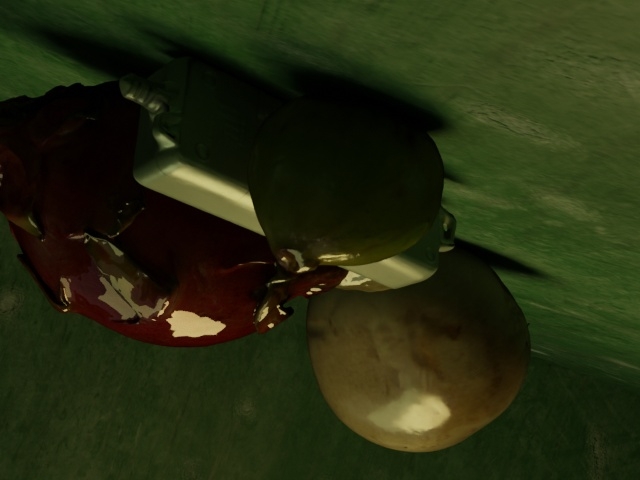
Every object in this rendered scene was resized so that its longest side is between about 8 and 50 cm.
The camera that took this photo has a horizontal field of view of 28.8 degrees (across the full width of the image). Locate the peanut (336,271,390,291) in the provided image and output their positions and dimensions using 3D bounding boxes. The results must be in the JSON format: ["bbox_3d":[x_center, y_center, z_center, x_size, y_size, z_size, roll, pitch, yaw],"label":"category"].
[{"bbox_3d":[-0.021,-0.021,1.254,0.298,0.120,0.136,16,-162,27],"label":"peanut"}]

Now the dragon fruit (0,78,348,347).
[{"bbox_3d":[-0.136,-0.020,1.090,0.315,0.250,0.250,6,-176,-34],"label":"dragon fruit"}]

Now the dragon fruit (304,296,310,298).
[{"bbox_3d":[0.000,0.000,1.661,0.102,0.096,0.147,5,137,32],"label":"dragon fruit"}]

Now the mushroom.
[{"bbox_3d":[0.139,0.107,1.587,0.292,0.293,0.290,17,-152,21],"label":"mushroom"}]

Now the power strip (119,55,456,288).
[{"bbox_3d":[-0.023,-0.051,0.988,0.338,0.098,0.058,24,150,-38],"label":"power strip"}]

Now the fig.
[{"bbox_3d":[0.016,-0.044,0.875,0.153,0.121,0.136,-8,-170,-42],"label":"fig"}]
